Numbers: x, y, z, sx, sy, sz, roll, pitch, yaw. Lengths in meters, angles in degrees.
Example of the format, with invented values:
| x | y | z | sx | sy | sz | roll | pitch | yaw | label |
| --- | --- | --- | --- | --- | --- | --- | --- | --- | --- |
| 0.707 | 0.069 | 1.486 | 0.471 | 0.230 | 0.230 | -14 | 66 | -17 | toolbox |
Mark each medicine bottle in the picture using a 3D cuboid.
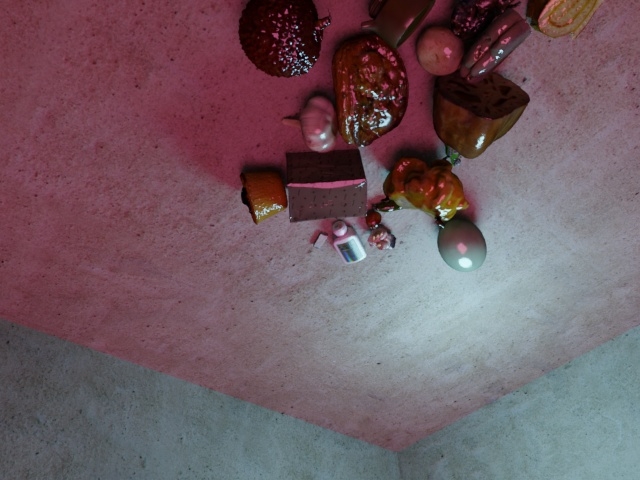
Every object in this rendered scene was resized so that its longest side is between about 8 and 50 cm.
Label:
| x | y | z | sx | sy | sz | roll | pitch | yaw | label |
| --- | --- | --- | --- | --- | --- | --- | --- | --- | --- |
| 0.119 | 0.007 | 2.189 | 0.115 | 0.078 | 0.219 | -19 | 132 | 15 | medicine bottle |

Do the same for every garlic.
| x | y | z | sx | sy | sz | roll | pitch | yaw | label |
| --- | --- | --- | --- | --- | --- | --- | --- | --- | --- |
| -0.047 | -0.416 | 1.740 | 0.226 | 0.199 | 0.199 | 10 | 137 | 22 | garlic |

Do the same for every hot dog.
| x | y | z | sx | sy | sz | roll | pitch | yaw | label |
| --- | --- | --- | --- | --- | --- | --- | --- | --- | --- |
| 0.159 | -0.487 | 1.661 | 0.267 | 0.174 | 0.387 | -24 | 135 | -12 | hot dog |

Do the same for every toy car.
| x | y | z | sx | sy | sz | roll | pitch | yaw | label |
| --- | --- | --- | --- | --- | --- | --- | --- | --- | --- |
| 0.514 | -0.367 | 1.883 | 0.062 | 0.071 | 0.165 | 5 | 134 | 12 | toy car |

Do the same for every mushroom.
| x | y | z | sx | sy | sz | roll | pitch | yaw | label |
| --- | --- | --- | --- | --- | --- | --- | --- | --- | --- |
| 0.391 | -0.617 | 1.592 | 0.127 | 0.166 | 0.166 | -50 | 127 | -11 | mushroom |

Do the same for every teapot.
| x | y | z | sx | sy | sz | roll | pitch | yaw | label |
| --- | --- | --- | --- | --- | --- | --- | --- | --- | --- |
| 0.233 | -0.716 | 1.477 | 0.175 | 0.185 | 0.268 | 43 | 88 | -3 | teapot |

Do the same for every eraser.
| x | y | z | sx | sy | sz | roll | pitch | yaw | label |
| --- | --- | --- | --- | --- | --- | --- | --- | --- | --- |
| 0.000 | 0.000 | 2.212 | 0.038 | 0.019 | 0.083 | 16 | 130 | -20 | eraser |

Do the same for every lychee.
| x | y | z | sx | sy | sz | roll | pitch | yaw | label |
| --- | --- | --- | --- | --- | --- | --- | --- | --- | --- |
| -0.105 | -0.619 | 1.463 | 0.300 | 0.264 | 0.264 | -3 | 137 | 26 | lychee |

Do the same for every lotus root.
| x | y | z | sx | sy | sz | roll | pitch | yaw | label |
| --- | --- | --- | --- | --- | --- | --- | --- | --- | --- |
| 0.529 | -0.450 | 1.708 | 0.316 | 0.316 | 0.250 | -2 | 148 | -3 | lotus root |

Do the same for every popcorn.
| x | y | z | sx | sy | sz | roll | pitch | yaw | label |
| --- | --- | --- | --- | --- | --- | --- | --- | --- | --- |
| 0.414 | -0.208 | 1.876 | 0.316 | 0.297 | 0.281 | 32 | 83 | -9 | popcorn |

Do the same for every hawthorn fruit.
| x | y | z | sx | sy | sz | roll | pitch | yaw | label |
| --- | --- | --- | --- | --- | --- | --- | --- | --- | --- |
| 0.228 | -0.090 | 2.109 | 0.077 | 0.077 | 0.077 | -2 | 133 | -3 | hawthorn fruit |

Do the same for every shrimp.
| x | y | z | sx | sy | sz | roll | pitch | yaw | label |
| --- | --- | --- | --- | --- | --- | --- | --- | --- | --- |
| 0.548 | -0.759 | 1.491 | 0.372 | 0.172 | 0.137 | -36 | 99 | 8 | shrimp |

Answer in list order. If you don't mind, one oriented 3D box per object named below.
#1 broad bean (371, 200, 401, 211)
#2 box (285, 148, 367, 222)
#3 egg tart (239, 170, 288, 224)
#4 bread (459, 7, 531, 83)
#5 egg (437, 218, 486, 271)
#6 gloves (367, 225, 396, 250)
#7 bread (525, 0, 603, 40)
| x | y | z | sx | sy | sz | roll | pitch | yaw | label |
| --- | --- | --- | --- | --- | --- | --- | --- | --- | --- |
| 0.343 | -0.163 | 2.071 | 0.254 | 0.046 | 0.065 | -19 | 118 | 14 | broad bean |
| 0.017 | -0.211 | 1.880 | 0.297 | 0.225 | 0.190 | -5 | 131 | -1 | box |
| -0.226 | -0.177 | 1.919 | 0.171 | 0.215 | 0.215 | -16 | 134 | -11 | egg tart |
| 0.518 | -0.580 | 1.517 | 0.183 | 0.337 | 0.102 | -41 | 89 | 9 | bread |
| 0.622 | 0.023 | 2.159 | 0.203 | 0.203 | 0.283 | -28 | 128 | 20 | egg |
| 0.270 | -0.007 | 2.178 | 0.144 | 0.110 | 0.094 | 42 | 160 | -33 | gloves |
| 0.772 | -0.753 | 1.514 | 0.186 | 0.124 | 0.257 | 18 | 128 | -29 | bread |
